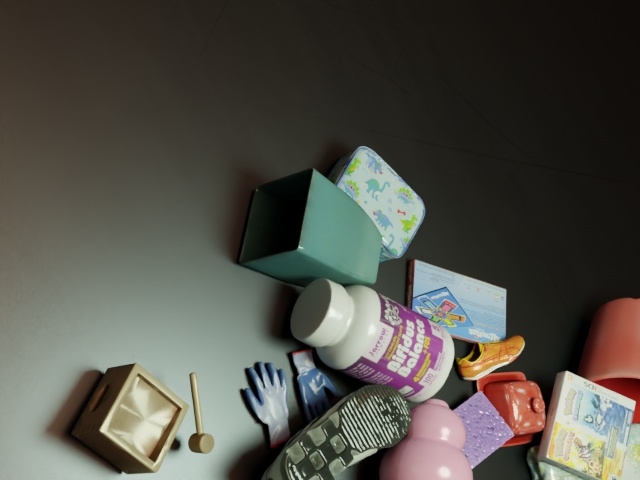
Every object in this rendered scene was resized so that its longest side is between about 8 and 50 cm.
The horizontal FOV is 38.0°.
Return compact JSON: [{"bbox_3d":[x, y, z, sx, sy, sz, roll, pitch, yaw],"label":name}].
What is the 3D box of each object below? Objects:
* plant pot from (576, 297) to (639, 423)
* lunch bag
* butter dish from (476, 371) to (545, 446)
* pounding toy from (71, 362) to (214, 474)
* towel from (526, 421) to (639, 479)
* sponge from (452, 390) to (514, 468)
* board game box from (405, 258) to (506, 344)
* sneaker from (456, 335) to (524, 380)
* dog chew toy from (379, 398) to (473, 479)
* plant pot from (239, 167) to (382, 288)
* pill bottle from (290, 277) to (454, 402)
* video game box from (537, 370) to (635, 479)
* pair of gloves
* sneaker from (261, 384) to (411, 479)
[{"bbox_3d":[0.739,0.286,2.193,0.275,0.275,0.243,34,51,-24],"label":"plant pot"},{"bbox_3d":[0.106,-0.074,1.915,0.219,0.090,0.176,42,57,-20],"label":"lunch bag"},{"bbox_3d":[0.433,0.362,2.015,0.160,0.118,0.159,3,76,-37],"label":"butter dish"},{"bbox_3d":[-0.273,0.292,1.527,0.206,0.094,0.181,47,49,-28],"label":"pounding toy"},{"bbox_3d":[0.643,0.617,2.075,0.321,0.090,0.374,-7,80,-24],"label":"towel"},{"bbox_3d":[0.293,0.409,1.915,0.210,0.031,0.117,-27,72,-34],"label":"sponge"},{"bbox_3d":[0.301,0.145,2.038,0.281,0.027,0.145,18,66,-32],"label":"board game box"},{"bbox_3d":[0.374,0.243,2.021,0.175,0.064,0.067,-25,99,-26],"label":"sneaker"},{"bbox_3d":[0.194,0.462,1.749,0.207,0.207,0.331,27,62,-28],"label":"dog chew toy"},{"bbox_3d":[0.000,0.000,1.772,0.234,0.166,0.165,28,61,-36],"label":"plant pot"},{"bbox_3d":[0.097,0.186,1.779,0.302,0.169,0.169,27,62,-29],"label":"pill bottle"},{"bbox_3d":[0.586,0.414,2.040,0.187,0.048,0.205,23,67,-8],"label":"video game box"},{"bbox_3d":[-0.051,0.289,1.734,0.198,0.023,0.159,-14,86,-39],"label":"pair of gloves"},{"bbox_3d":[0.023,0.362,1.691,0.331,0.146,0.122,-20,81,-40],"label":"sneaker"}]
